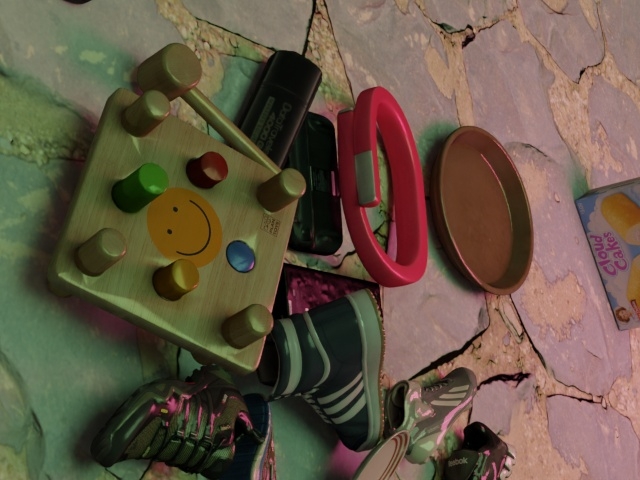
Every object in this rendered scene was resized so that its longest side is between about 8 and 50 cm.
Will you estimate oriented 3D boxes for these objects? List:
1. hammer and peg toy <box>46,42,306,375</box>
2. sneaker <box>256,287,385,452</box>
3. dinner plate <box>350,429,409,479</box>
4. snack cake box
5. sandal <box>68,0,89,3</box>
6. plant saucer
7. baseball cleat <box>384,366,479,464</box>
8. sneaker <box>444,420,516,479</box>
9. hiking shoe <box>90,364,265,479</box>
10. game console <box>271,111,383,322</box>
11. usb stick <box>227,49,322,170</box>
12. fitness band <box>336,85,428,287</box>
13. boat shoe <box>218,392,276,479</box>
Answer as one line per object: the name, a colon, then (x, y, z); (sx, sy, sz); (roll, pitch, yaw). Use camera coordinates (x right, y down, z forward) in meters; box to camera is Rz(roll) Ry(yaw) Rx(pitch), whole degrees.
hammer and peg toy: (-0.135, -0.053, 1.461); (0.266, 0.127, 0.361); (30, 54, -24)
sneaker: (-0.006, 0.177, 1.603); (0.282, 0.153, 0.099); (89, -20, -47)
dinner plate: (0.066, 0.298, 1.676); (0.141, 0.017, 0.141); (-43, 153, -29)
snack cake box: (0.589, 0.021, 2.407); (0.089, 0.152, 0.264); (-29, 100, -52)
sandal: (-0.261, -0.393, 1.528); (0.097, 0.055, 0.254); (23, 60, -47)
plant saucer: (0.254, -0.046, 2.088); (0.278, 0.041, 0.277); (24, 59, -47)
baseball cleat: (0.157, 0.220, 1.841); (0.109, 0.072, 0.206); (55, 37, -14)
sneaker: (0.213, 0.352, 1.866); (0.106, 0.078, 0.234); (51, 39, -24)
hiking shoe: (-0.145, 0.207, 1.410); (0.114, 0.086, 0.227); (48, 33, 16)
game console: (0.000, 0.000, 1.741); (0.213, 0.044, 0.361); (15, 66, -51)
usb stick: (-0.069, -0.138, 1.676); (0.077, 0.045, 0.278); (26, 53, -6)
fitness band: (0.089, -0.075, 1.836); (0.209, 0.054, 0.290); (44, 39, -54)
boat shoe: (-0.085, 0.268, 1.523); (0.066, 0.066, 0.183); (57, 34, -49)
